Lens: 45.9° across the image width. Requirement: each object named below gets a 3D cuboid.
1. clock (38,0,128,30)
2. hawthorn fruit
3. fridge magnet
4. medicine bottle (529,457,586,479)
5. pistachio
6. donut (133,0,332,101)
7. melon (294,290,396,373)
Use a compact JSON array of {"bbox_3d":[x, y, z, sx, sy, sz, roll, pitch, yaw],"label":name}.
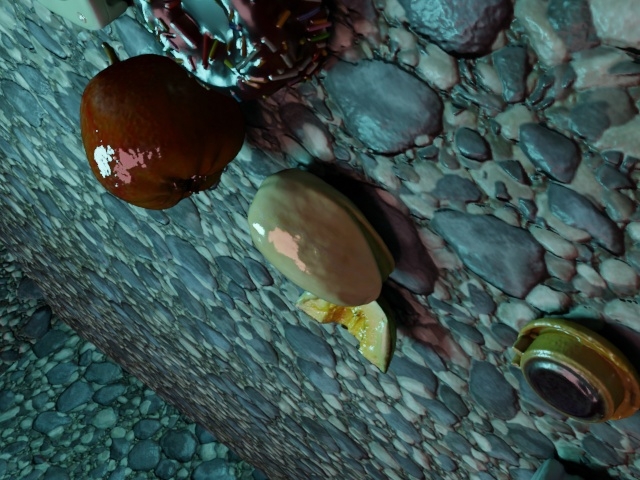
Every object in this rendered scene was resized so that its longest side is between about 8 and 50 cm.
[{"bbox_3d":[-0.313,-0.351,0.893,0.151,0.062,0.191,32,152,24],"label":"clock"},{"bbox_3d":[-0.210,-0.153,0.926,0.225,0.196,0.196,55,157,12],"label":"hawthorn fruit"},{"bbox_3d":[0.272,0.141,0.809,0.143,0.063,0.143,36,152,22],"label":"fridge magnet"},{"bbox_3d":[0.381,0.457,0.983,0.316,0.202,0.202,34,154,20],"label":"medicine bottle"},{"bbox_3d":[0.000,0.000,0.921,0.200,0.117,0.145,43,150,-3],"label":"pistachio"},{"bbox_3d":[-0.097,-0.234,0.732,0.235,0.089,0.235,34,152,21],"label":"donut"},{"bbox_3d":[0.057,0.096,1.051,0.160,0.079,0.128,38,137,12],"label":"melon"}]
